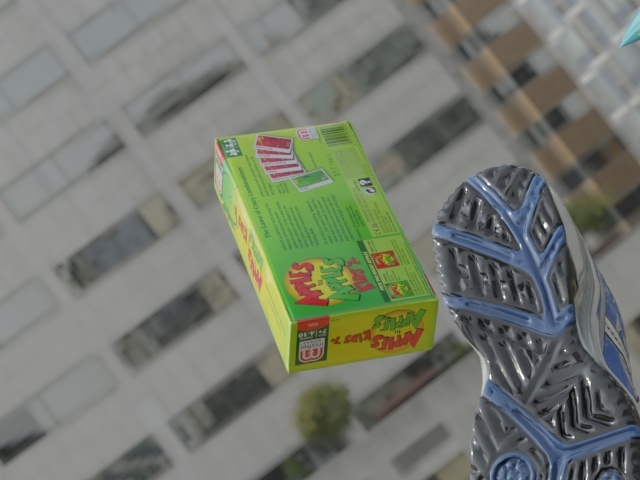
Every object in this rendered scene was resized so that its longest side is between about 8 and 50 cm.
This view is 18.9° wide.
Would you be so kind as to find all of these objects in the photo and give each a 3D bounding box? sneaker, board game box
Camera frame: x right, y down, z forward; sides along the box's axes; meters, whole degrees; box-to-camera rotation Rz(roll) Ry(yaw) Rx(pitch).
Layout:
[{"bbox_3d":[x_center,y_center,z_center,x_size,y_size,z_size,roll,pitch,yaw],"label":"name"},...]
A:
[{"bbox_3d":[0.107,0.072,0.819,0.080,0.211,0.081,-17,-26,25],"label":"sneaker"},{"bbox_3d":[0.000,0.000,1.197,0.092,0.181,0.043,-9,-48,-14],"label":"board game box"}]

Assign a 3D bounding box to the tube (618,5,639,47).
[{"bbox_3d":[0.311,-0.216,1.677,0.080,0.052,0.207,-52,5,-7],"label":"tube"}]
